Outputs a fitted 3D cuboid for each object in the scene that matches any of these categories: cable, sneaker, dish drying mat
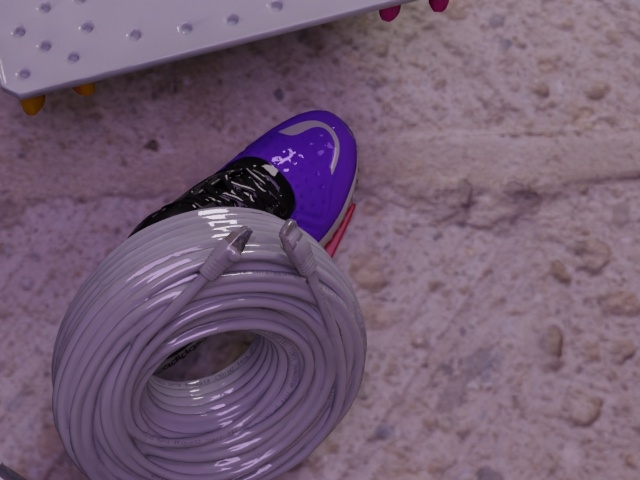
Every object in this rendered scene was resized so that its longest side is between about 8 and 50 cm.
[{"bbox_3d":[-0.090,0.095,1.450,0.257,0.257,0.089,-33,45,3],"label":"cable"},{"bbox_3d":[-0.080,-0.005,1.518,0.102,0.146,0.293,43,80,14],"label":"sneaker"},{"bbox_3d":[0.000,0.000,1.593,0.032,0.008,0.083,24,78,7],"label":"dish drying mat"}]

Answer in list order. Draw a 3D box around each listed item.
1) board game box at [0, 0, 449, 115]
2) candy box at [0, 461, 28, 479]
[{"bbox_3d":[-0.116,-0.317,1.601,0.389,0.050,0.390,-15,62,-5],"label":"board game box"},{"bbox_3d":[-0.202,0.243,1.415,0.159,0.233,0.071,33,78,7],"label":"candy box"}]
